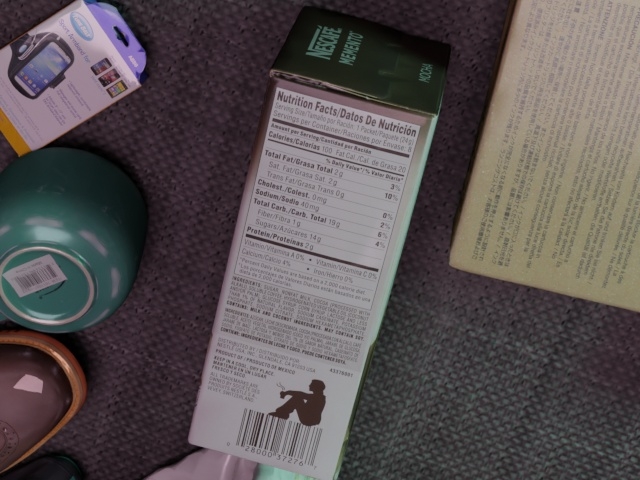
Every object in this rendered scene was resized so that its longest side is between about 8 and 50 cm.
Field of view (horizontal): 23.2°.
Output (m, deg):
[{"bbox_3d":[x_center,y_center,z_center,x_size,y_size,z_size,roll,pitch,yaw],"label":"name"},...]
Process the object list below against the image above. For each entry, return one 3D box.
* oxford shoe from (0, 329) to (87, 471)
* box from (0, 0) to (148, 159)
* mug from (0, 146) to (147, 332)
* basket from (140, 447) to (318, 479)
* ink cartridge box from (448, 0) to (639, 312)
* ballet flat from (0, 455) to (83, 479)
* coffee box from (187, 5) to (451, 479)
[{"bbox_3d":[-0.357,0.187,1.297,0.364,0.132,0.130,-26,106,18],"label":"oxford shoe"},{"bbox_3d":[-0.197,-0.130,1.194,0.136,0.028,0.081,-29,106,17],"label":"box"},{"bbox_3d":[-0.207,0.018,1.208,0.130,0.097,0.157,16,124,-8],"label":"mug"},{"bbox_3d":[-0.114,0.373,1.234,0.331,0.328,0.266,-28,108,18],"label":"basket"},{"bbox_3d":[0.211,-0.077,1.118,0.193,0.088,0.234,14,114,1],"label":"ink cartridge box"},{"bbox_3d":[-0.295,0.251,1.350,0.203,0.074,0.074,-30,105,20],"label":"ballet flat"},{"bbox_3d":[0.000,0.000,1.142,0.119,0.168,0.297,15,114,2],"label":"coffee box"}]
